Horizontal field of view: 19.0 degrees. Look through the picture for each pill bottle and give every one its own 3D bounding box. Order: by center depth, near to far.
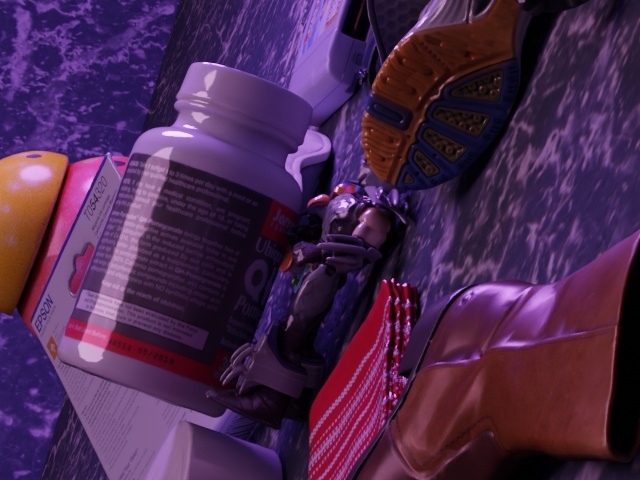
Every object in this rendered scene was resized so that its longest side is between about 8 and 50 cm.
[{"bbox_3d":[-0.122,-0.003,1.856,0.176,0.176,0.318,172,118,-77],"label":"pill bottle"}]

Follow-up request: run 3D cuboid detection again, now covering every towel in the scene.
[{"bbox_3d":[0.025,0.181,1.563,0.275,0.031,0.199,-85,18,-51],"label":"towel"}]

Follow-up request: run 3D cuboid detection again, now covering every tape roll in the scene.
[{"bbox_3d":[-0.133,0.324,1.868,0.286,0.100,0.286,-159,90,-79],"label":"tape roll"}]

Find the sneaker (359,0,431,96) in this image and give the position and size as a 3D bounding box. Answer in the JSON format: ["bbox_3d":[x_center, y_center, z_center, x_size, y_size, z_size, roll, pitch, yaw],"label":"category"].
[{"bbox_3d":[0.079,-0.200,1.702,0.163,0.086,0.226,-95,5,-69],"label":"sneaker"}]

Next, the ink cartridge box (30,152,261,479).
[{"bbox_3d":[-0.191,0.121,2.135,0.330,0.071,0.324,60,141,26],"label":"ink cartridge box"}]

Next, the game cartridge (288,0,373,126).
[{"bbox_3d":[0.036,-0.290,2.260,0.198,0.062,0.297,-29,42,66],"label":"game cartridge"}]

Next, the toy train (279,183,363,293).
[{"bbox_3d":[0.000,0.000,1.942,0.125,0.046,0.166,-96,29,-66],"label":"toy train"}]

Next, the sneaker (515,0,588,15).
[{"bbox_3d":[0.208,-0.291,1.363,0.135,0.097,0.276,-105,39,-70],"label":"sneaker"}]

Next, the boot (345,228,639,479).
[{"bbox_3d":[0.121,0.134,1.151,0.264,0.096,0.280,-66,17,-18],"label":"boot"}]

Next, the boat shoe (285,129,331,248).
[{"bbox_3d":[-0.058,-0.052,2.108,0.319,0.116,0.099,-74,-6,-69],"label":"boat shoe"}]

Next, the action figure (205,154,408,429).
[{"bbox_3d":[0.001,0.033,1.762,0.285,0.099,0.185,-64,-1,5],"label":"action figure"}]

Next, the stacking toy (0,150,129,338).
[{"bbox_3d":[-0.328,0.001,2.364,0.350,0.480,0.350,-160,90,-78],"label":"stacking toy"}]

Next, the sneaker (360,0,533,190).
[{"bbox_3d":[0.132,-0.177,1.568,0.296,0.112,0.131,-63,-4,23],"label":"sneaker"}]
